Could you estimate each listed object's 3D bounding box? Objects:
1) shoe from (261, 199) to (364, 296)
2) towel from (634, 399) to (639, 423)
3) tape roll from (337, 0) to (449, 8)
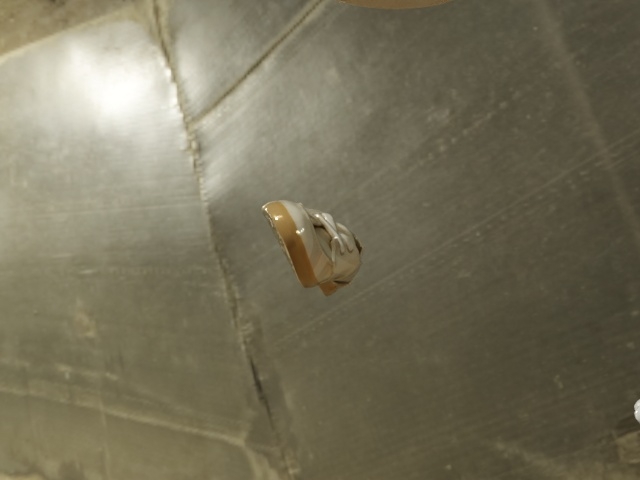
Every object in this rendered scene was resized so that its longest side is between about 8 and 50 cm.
[{"bbox_3d":[0.000,0.000,0.788,0.058,0.219,0.076,-31,79,2],"label":"shoe"},{"bbox_3d":[0.470,0.179,0.867,0.284,0.121,0.235,44,115,25],"label":"towel"},{"bbox_3d":[0.076,-0.454,1.193,0.392,0.392,0.072,58,159,27],"label":"tape roll"}]
